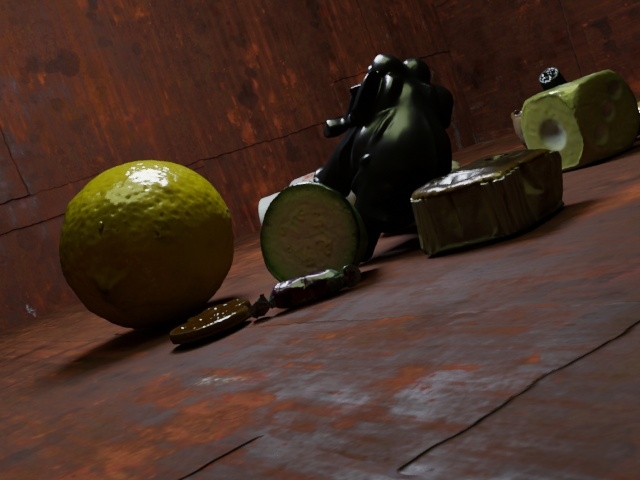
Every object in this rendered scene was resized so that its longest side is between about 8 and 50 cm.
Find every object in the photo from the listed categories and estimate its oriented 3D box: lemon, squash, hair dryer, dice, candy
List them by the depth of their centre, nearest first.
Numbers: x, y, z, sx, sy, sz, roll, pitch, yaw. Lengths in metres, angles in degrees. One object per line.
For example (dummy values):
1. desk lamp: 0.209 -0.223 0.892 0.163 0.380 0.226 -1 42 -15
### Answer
1. candy: -0.023 0.072 1.224 0.175 0.045 0.043 -18 39 9
2. squash: 0.000 0.000 1.312 0.170 0.170 0.123 -18 -13 21
3. lemon: -0.315 0.004 1.554 0.336 0.336 0.336 -20 5 2
4. dice: 0.526 -0.240 1.711 0.169 0.166 0.169 -23 6 -27
5. hair dryer: 0.485 -0.225 1.866 0.272 0.235 0.091 -44 36 0

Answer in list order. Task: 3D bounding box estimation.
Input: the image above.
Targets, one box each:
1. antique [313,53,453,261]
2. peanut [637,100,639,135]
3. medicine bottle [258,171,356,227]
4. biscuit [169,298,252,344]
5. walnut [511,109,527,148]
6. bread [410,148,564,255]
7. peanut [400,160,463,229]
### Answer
1. antique: 0.116 -0.154 1.445 0.185 0.322 0.255 3 -40 -26
2. peanut: 0.676 -0.255 1.798 0.193 0.089 0.089 -24 4 14
3. medicine bottle: 0.010 -0.081 1.976 0.293 0.170 0.170 -17 6 17
4. biscuit: -0.159 0.123 1.275 0.124 0.026 0.175 -18 6 11
5. walnut: 0.604 -0.284 2.056 0.238 0.141 0.204 -19 -6 32
6. bread: 0.249 -0.066 1.253 0.192 0.109 0.210 -13 8 44
7. peanut: 0.177 -0.096 1.652 0.152 0.152 0.313 -22 4 -18
